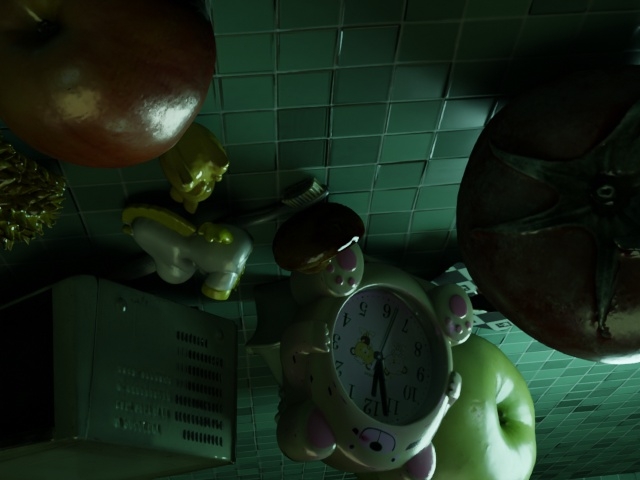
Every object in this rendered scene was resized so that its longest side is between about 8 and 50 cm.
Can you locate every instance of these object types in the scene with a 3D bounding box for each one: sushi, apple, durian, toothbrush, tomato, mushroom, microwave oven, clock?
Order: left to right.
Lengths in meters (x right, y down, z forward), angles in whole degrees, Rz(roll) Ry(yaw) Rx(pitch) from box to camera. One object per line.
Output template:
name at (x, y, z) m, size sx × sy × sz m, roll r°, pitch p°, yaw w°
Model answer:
durian at (-0.381, -0.053, 0.901) m, size 0.183 × 0.137 × 0.250 m, roll -23°, pitch 155°, yaw 11°
microwave oven at (-0.364, 0.217, 1.255) m, size 0.394 × 0.247 × 0.333 m, roll -20°, pitch 151°, yaw 35°
apple at (-0.187, -0.152, 0.702) m, size 0.199 × 0.199 × 0.199 m, roll -6°, pitch 152°, yaw -3°
toothbrush at (-0.151, -0.005, 1.146) m, size 0.375 × 0.028 × 0.037 m, roll -22°, pitch 143°, yaw 26°
mushroom at (0.000, 0.000, 1.099) m, size 0.127 × 0.127 × 0.087 m, roll -18°, pitch 106°, yaw 21°
clock at (0.072, 0.174, 1.201) m, size 0.284 × 0.309 × 0.114 m, roll 24°, pitch 152°, yaw -27°
apple at (0.207, 0.336, 1.549) m, size 0.358 × 0.357 × 0.357 m, roll -6°, pitch 152°, yaw -3°
sushi at (0.258, 0.075, 1.374) m, size 0.231 × 0.047 × 0.219 m, roll 11°, pitch 152°, yaw -22°
tomato at (0.304, -0.027, 0.910) m, size 0.317 × 0.316 × 0.282 m, roll -15°, pitch 170°, yaw 14°

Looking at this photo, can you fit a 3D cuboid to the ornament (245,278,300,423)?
ornament at (-0.035, 0.193, 1.293) m, size 0.130 × 0.285 × 0.120 m, roll -30°, pitch 161°, yaw 10°

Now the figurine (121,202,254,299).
figurine at (-0.170, 0.002, 1.077) m, size 0.178 × 0.109 × 0.129 m, roll 13°, pitch 150°, yaw 25°

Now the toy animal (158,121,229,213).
toy animal at (-0.150, -0.079, 0.982) m, size 0.070 × 0.083 × 0.159 m, roll -29°, pitch 168°, yaw -15°
